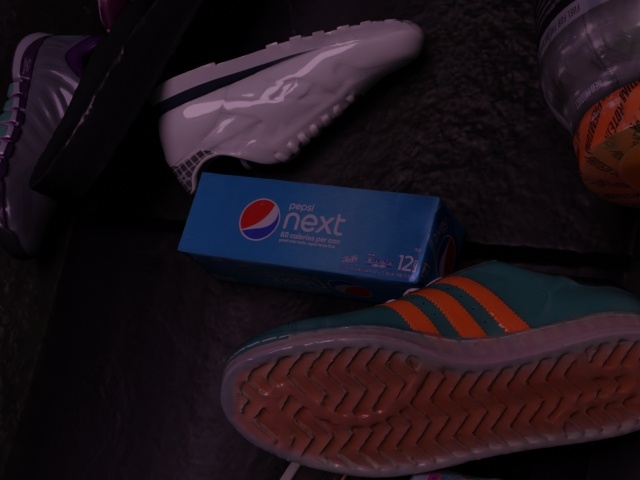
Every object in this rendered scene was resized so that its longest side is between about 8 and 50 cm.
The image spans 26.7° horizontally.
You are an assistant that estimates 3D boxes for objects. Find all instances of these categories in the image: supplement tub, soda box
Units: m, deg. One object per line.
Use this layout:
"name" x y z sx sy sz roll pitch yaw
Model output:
"supplement tub" 0.243 -0.194 0.939 0.193 0.193 0.316 -10 64 21
"soda box" 0.000 0.000 1.043 0.210 0.067 0.071 7 71 27

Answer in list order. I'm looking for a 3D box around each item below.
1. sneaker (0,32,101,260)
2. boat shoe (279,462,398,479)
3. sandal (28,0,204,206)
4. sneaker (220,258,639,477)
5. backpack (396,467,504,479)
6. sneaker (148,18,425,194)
"sneaker" -0.229 -0.092 1.186 0.098 0.083 0.224 -6 65 17
"boat shoe" 0.020 0.173 0.949 0.068 0.081 0.228 14 72 34
"sandal" -0.144 -0.243 1.132 0.167 0.107 0.446 -19 43 64
"sneaker" 0.082 0.078 0.904 0.302 0.108 0.121 -2 26 -7
"backpack" 0.078 0.239 0.870 0.115 0.152 0.182 13 62 23
"sneaker" -0.020 -0.115 1.104 0.235 0.090 0.095 -19 88 10
